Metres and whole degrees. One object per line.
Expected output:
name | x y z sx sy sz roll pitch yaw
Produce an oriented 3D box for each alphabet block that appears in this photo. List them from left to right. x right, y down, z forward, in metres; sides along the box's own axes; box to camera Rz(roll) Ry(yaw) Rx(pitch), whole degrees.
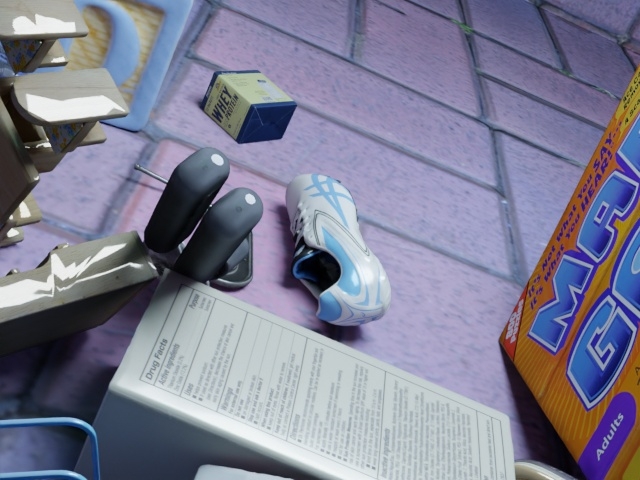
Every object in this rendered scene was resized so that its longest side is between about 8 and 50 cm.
alphabet block | -0.269 -0.273 1.134 0.193 0.192 0.197 17 32 -21

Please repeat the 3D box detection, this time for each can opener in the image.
can opener | -0.093 -0.012 0.806 0.095 0.283 0.076 -39 89 -24

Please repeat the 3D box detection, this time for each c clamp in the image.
c clamp | -0.131 -0.009 1.004 0.137 0.022 0.161 20 29 -23

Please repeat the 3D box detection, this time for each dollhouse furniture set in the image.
dollhouse furniture set | -0.263 -0.039 0.754 0.161 0.212 0.242 -17 75 -48

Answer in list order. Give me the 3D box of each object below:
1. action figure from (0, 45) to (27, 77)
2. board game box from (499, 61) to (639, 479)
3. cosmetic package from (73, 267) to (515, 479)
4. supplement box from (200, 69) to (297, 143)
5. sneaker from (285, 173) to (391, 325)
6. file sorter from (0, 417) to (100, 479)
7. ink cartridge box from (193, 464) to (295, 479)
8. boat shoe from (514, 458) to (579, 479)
action figure | -0.469 -0.205 0.947 0.341 0.178 0.330 28 28 -47
board game box | 0.438 0.067 0.918 0.356 0.356 0.356 23 12 -8
cosmetic package | -0.012 0.160 0.738 0.309 0.113 0.160 24 29 -5
supplement box | -0.092 -0.174 1.253 0.083 0.056 0.083 43 33 26
sneaker | 0.000 0.000 1.032 0.086 0.085 0.237 3 34 -24
file sorter | -0.179 0.193 0.526 0.118 0.104 0.170 -2 36 -9
ink cartridge box | 0.071 0.315 0.548 0.385 0.091 0.308 12 46 6
boat shoe | 0.258 0.277 0.794 0.285 0.103 0.092 35 22 11
